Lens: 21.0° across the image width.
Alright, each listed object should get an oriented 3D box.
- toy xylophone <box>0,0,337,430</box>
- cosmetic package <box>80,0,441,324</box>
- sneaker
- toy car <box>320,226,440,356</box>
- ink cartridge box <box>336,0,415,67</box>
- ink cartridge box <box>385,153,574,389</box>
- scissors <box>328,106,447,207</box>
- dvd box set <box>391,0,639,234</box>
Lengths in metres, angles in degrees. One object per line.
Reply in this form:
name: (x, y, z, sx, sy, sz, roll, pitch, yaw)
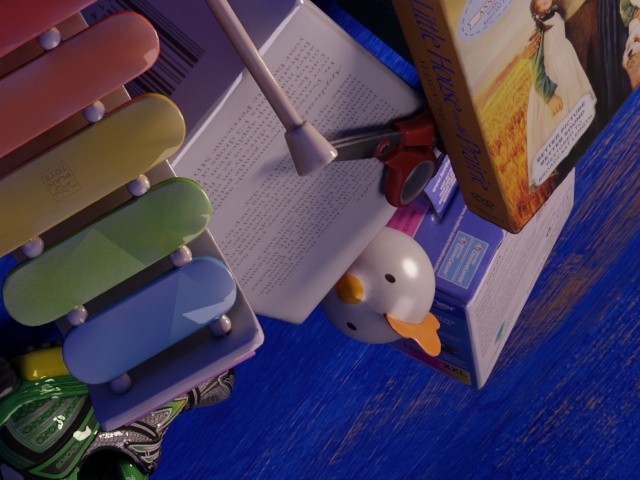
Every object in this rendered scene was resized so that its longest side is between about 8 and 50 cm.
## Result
toy xylophone: (-0.134, -0.062, 1.034, 0.236, 0.323, 0.081, -38, -164, 2)
cosmetic package: (-0.068, -0.086, 1.319, 0.230, 0.161, 0.453, -51, 162, 5)
sneaker: (-0.188, 0.161, 1.546, 0.134, 0.146, 0.343, -30, 171, 32)
toy car: (0.022, 0.024, 1.632, 0.219, 0.238, 0.210, -54, 161, 18)
ink cartridge box: (0.160, -0.324, 1.412, 0.207, 0.119, 0.353, -33, 157, -36)
ink cartridge box: (0.164, -0.029, 1.890, 0.270, 0.151, 0.395, -62, 166, -14)
scissors: (0.056, -0.084, 1.331, 0.109, 0.021, 0.297, -51, 161, 8)
dvd box set: (0.184, -0.229, 1.312, 0.308, 0.062, 0.420, -50, 149, -15)
